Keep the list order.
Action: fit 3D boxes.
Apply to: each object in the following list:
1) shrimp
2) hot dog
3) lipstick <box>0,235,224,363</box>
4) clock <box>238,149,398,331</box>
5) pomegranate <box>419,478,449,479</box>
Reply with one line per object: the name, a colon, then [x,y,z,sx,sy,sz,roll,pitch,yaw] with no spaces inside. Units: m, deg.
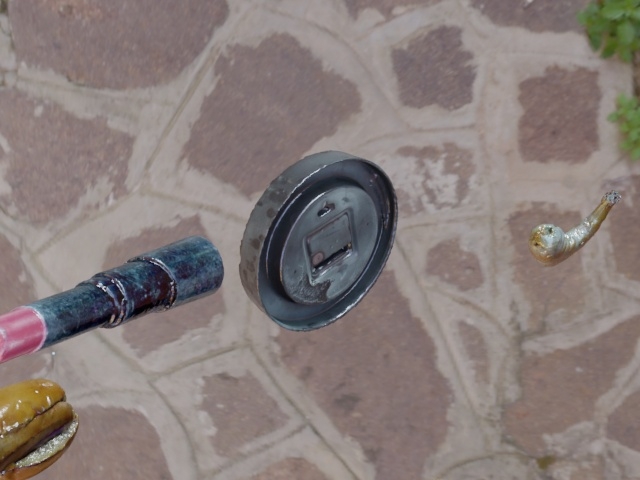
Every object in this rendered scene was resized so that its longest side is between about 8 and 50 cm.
shrimp: [0.402,-0.023,1.533,0.166,0.161,0.049,-43,61,11]
hot dog: [-0.290,0.183,0.921,0.140,0.060,0.089,-18,94,-44]
lipstick: [-0.163,0.044,0.720,0.234,0.053,0.053,-20,89,-56]
clock: [0.000,0.000,1.121,0.215,0.042,0.215,-24,129,-34]
pomegranate: [0.139,0.447,1.073,0.417,0.417,0.416,2,83,-15]
